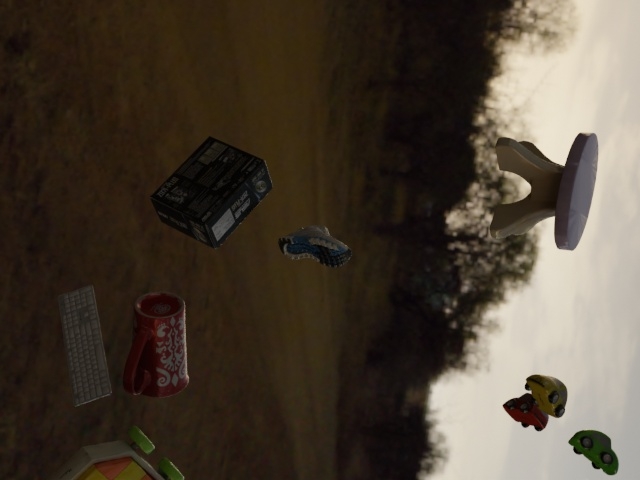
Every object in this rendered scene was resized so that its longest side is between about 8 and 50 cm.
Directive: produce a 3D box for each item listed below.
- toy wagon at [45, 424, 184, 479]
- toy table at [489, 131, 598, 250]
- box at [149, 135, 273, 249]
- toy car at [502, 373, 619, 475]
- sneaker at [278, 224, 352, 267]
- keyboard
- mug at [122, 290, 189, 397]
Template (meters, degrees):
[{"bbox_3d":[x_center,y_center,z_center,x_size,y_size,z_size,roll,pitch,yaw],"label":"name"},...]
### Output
[{"bbox_3d":[-0.359,0.486,1.608,0.267,0.068,0.344,-42,136,-14],"label":"toy wagon"},{"bbox_3d":[0.443,-0.102,1.820,0.274,0.160,0.252,-55,142,-45],"label":"toy table"},{"bbox_3d":[-0.205,-0.092,1.743,0.180,0.147,0.078,-51,148,-25],"label":"box"},{"bbox_3d":[0.450,0.333,1.663,0.053,0.225,0.239,-46,165,-18],"label":"toy car"},{"bbox_3d":[0.000,0.000,1.917,0.083,0.190,0.071,-42,127,-31],"label":"sneaker"},{"bbox_3d":[-0.446,0.193,1.732,0.014,0.072,0.256,65,3,-53],"label":"keyboard"},{"bbox_3d":[-0.296,0.197,1.681,0.150,0.113,0.169,-96,-169,-61],"label":"mug"}]
